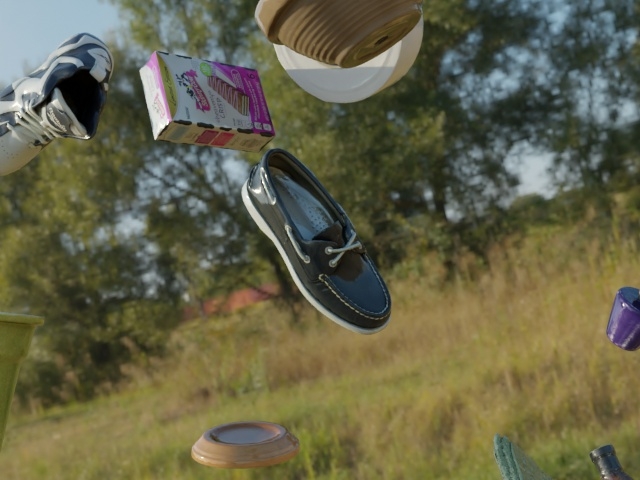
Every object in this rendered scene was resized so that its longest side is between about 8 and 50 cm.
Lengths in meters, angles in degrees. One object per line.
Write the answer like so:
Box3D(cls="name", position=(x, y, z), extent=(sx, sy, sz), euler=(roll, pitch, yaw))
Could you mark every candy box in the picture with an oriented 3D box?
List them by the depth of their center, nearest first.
Box3D(cls="candy box", position=(-0.212, -0.260, 1.978), extent=(0.233, 0.159, 0.071), euler=(3, -29, -38))

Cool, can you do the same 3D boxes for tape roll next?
Box3D(cls="tape roll", position=(0.050, -0.410, 1.995), extent=(0.286, 0.286, 0.100), euler=(-15, 10, 33))

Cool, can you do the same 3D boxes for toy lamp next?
Box3D(cls="toy lamp", position=(0.454, 0.024, 1.353), extent=(0.080, 0.275, 0.080), euler=(17, 27, -9))

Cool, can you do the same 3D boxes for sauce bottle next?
Box3D(cls="sauce bottle", position=(0.306, 0.266, 1.039), extent=(0.042, 0.128, 0.042), euler=(-14, -29, -8))

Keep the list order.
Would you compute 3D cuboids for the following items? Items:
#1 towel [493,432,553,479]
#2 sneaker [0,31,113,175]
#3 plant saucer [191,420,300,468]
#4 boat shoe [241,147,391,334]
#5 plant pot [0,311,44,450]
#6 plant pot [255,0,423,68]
Box3D(cls="towel", position=(0.230, 0.282, 1.110), extent=(0.027, 0.110, 0.148), euler=(-38, 33, 17))
Box3D(cls="sneaker", position=(-0.355, -0.157, 1.343), extent=(0.235, 0.094, 0.153), euler=(-38, 28, 3))
Box3D(cls="plant saucer", position=(-0.137, 0.369, 1.913), extent=(0.199, 0.037, 0.200), euler=(-2, 6, 0))
Box3D(cls="boat shoe", position=(0.000, 0.000, 1.489), extent=(0.114, 0.302, 0.091), euler=(-35, -14, -37))
Box3D(cls="plant pot", position=(-0.489, 0.210, 1.285), extent=(0.276, 0.254, 0.276), euler=(3, -6, 0))
Box3D(cls="plant pot", position=(0.047, -0.288, 1.280), extent=(0.237, 0.110, 0.237), euler=(-32, -6, -4))
